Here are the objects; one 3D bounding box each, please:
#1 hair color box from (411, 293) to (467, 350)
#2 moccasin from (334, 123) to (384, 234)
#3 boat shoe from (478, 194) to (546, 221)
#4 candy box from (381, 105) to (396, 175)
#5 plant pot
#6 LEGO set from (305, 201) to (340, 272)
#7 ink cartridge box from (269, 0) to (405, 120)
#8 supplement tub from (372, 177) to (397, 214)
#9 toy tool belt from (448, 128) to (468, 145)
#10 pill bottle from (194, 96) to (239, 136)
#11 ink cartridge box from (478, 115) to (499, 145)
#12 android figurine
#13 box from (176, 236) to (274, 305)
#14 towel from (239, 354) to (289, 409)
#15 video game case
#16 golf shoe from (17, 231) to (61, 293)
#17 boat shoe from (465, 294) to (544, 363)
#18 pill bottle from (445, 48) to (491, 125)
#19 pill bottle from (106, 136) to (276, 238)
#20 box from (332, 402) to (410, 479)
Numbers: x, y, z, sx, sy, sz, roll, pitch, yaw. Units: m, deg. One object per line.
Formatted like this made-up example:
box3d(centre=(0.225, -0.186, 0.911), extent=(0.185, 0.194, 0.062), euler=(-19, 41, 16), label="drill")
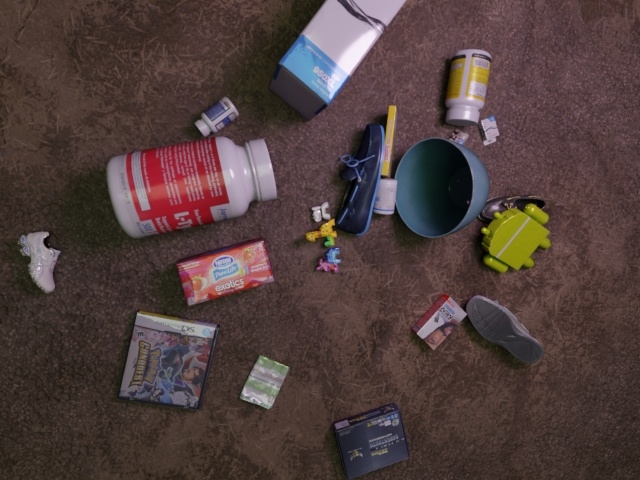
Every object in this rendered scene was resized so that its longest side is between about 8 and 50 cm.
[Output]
box3d(centre=(0.400, 0.274, 1.460), extent=(0.093, 0.053, 0.167), euler=(43, 88, -13), label="hair color box")
box3d(centre=(0.115, -0.188, 1.315), extent=(0.116, 0.138, 0.342), euler=(9, 94, -7), label="moccasin")
box3d(centre=(0.642, -0.112, 1.454), extent=(0.227, 0.068, 0.081), euler=(-12, 99, -9), label="boat shoe")
box3d(centre=(0.213, -0.300, 1.336), extent=(0.027, 0.105, 0.206), euler=(7, 95, 10), label="candy box")
box3d(centre=(0.397, -0.160, 1.320), extent=(0.195, 0.290, 0.291), euler=(-6, 98, -36), label="plant pot")
box3d(centre=(0.000, 0.000, 1.338), extent=(0.093, 0.087, 0.227), euler=(-10, 97, -10), label="LEGO set")
box3d(centre=(0.048, -0.551, 1.184), extent=(0.166, 0.285, 0.395), euler=(36, 89, -14), label="ink cartridge box")
box3d(centre=(0.202, -0.139, 1.362), extent=(0.070, 0.071, 0.107), euler=(1, 104, -11), label="supplement tub")
box3d(centre=(0.440, -0.322, 1.410), extent=(0.051, 0.052, 0.083), euler=(38, 85, 19), label="toy tool belt")
box3d(centre=(-0.302, -0.355, 1.252), extent=(0.120, 0.067, 0.067), euler=(-38, 101, -5), label="pill bottle")
box3d(centre=(0.558, -0.363, 1.432), extent=(0.048, 0.028, 0.083), euler=(-23, 100, -7), label="ink cartridge box")
box3d(centre=(0.643, -0.006, 1.435), extent=(0.272, 0.056, 0.248), euler=(24, 108, -26), label="android figurine")
box3d(centre=(-0.277, 0.086, 1.276), extent=(0.256, 0.122, 0.128), euler=(-15, 98, -9), label="box")
box3d(centre=(-0.178, 0.455, 1.386), extent=(0.113, 0.023, 0.152), euler=(25, 91, -13), label="towel")
box3d(centre=(-0.460, 0.367, 1.318), extent=(0.248, 0.035, 0.275), euler=(13, 93, -12), label="video game case")
box3d(centre=(-0.770, 0.059, 1.213), extent=(0.085, 0.069, 0.176), euler=(-19, 100, -14), label="golf shoe")
box3d(centre=(0.625, 0.295, 1.491), extent=(0.320, 0.103, 0.118), euler=(36, 108, -7), label="boat shoe")
box3d(centre=(0.458, -0.473, 1.355), extent=(0.119, 0.119, 0.209), euler=(7, 95, -11), label="pill bottle")
box3d(centre=(-0.337, -0.155, 1.185), extent=(0.407, 0.229, 0.229), euler=(-13, 98, -9), label="pill bottle")
box3d(centre=(0.171, 0.674, 1.457), extent=(0.232, 0.059, 0.184), euler=(-14, 100, -9), label="box")
